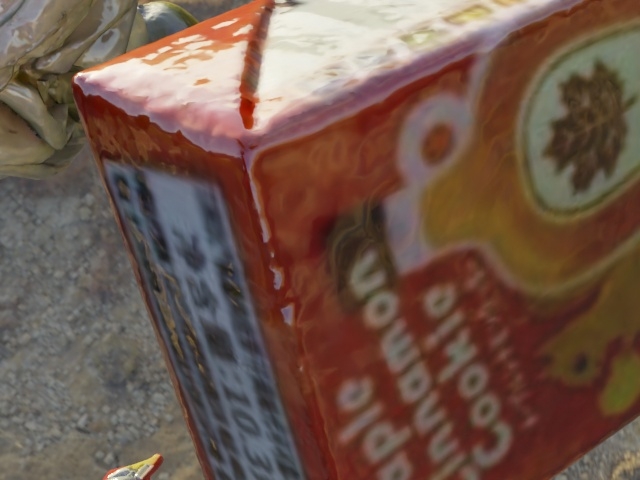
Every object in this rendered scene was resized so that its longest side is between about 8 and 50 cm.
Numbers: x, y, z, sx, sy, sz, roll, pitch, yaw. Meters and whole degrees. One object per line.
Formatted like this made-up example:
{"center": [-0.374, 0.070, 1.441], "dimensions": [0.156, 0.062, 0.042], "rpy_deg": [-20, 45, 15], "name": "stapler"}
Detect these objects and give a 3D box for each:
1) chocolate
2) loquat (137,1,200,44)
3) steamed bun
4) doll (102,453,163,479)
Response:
{"center": [0.049, 0.006, 0.443], "dimensions": [0.235, 0.237, 0.108], "rpy_deg": [-26, 31, -25], "name": "chocolate"}
{"center": [-0.218, -0.252, 1.498], "dimensions": [0.152, 0.195, 0.152], "rpy_deg": [-31, 24, 15], "name": "loquat"}
{"center": [-0.272, -0.198, 0.925], "dimensions": [0.352, 0.247, 0.339], "rpy_deg": [-63, 16, 6], "name": "steamed bun"}
{"center": [-0.244, 0.312, 1.281], "dimensions": [0.109, 0.169, 0.057], "rpy_deg": [-37, 95, -3], "name": "doll"}
